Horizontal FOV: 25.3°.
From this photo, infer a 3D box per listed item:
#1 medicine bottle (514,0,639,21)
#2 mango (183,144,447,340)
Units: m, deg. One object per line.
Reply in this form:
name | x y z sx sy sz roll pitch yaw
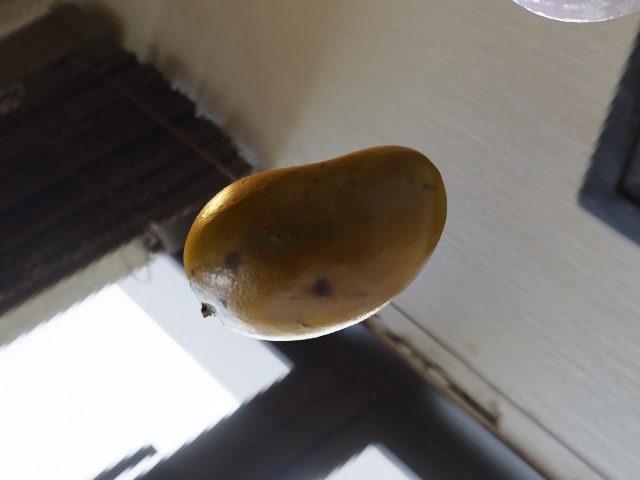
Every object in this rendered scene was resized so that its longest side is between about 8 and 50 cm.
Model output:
medicine bottle | 0.181 -0.333 1.019 0.213 0.213 0.378 -45 -27 -8
mango | 0.000 0.003 0.927 0.178 0.115 0.090 -13 -24 -5
